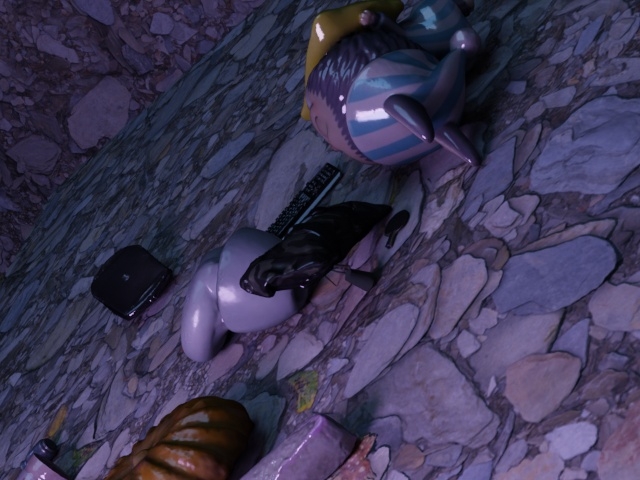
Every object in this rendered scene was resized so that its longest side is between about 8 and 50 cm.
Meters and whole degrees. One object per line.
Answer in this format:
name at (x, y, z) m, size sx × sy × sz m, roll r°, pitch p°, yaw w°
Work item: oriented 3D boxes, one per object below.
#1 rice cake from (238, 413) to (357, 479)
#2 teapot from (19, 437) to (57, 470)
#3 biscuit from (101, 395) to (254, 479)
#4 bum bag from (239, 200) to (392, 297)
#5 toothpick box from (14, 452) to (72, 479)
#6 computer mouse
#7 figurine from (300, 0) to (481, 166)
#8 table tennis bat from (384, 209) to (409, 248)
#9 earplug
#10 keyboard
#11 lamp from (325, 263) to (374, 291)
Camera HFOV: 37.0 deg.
rice cake at (-0.110, 0.373, 1.311) m, size 0.399 × 0.070 × 0.064 m, roll -43°, pitch 20°, yaw 13°
teapot at (-0.609, 0.478, 2.086) m, size 0.083 × 0.063 × 0.049 m, roll -48°, pitch -9°, yaw 10°
biscuit at (-0.245, 0.358, 1.466) m, size 0.325 × 0.107 × 0.326 m, roll -39°, pitch 10°, yaw 8°
bum bag at (0.000, 0.000, 1.552) m, size 0.144 × 0.095 × 0.340 m, roll -16°, pitch 12°, yaw 33°
toothpick box at (-0.577, 0.511, 1.899) m, size 0.149 × 0.098 × 0.098 m, roll -53°, pitch 23°, yaw -12°
computer mouse at (-0.447, 0.111, 2.307) m, size 0.168 × 0.087 × 0.295 m, roll -48°, pitch 35°, yaw -13°
figurine at (0.183, -0.236, 1.640) m, size 0.361 × 0.266 × 0.378 m, roll -27°, pitch 55°, yaw -11°
table tennis bat at (0.122, -0.019, 1.573) m, size 0.050 × 0.007 × 0.083 m, roll -26°, pitch 31°, yaw 42°
earplug at (-0.149, 0.100, 1.700) m, size 0.325 × 0.175 × 0.214 m, roll -37°, pitch 29°, yaw 49°
keyboard at (-0.046, -0.062, 1.919) m, size 0.230 × 0.025 × 0.093 m, roll -50°, pitch 26°, yaw -1°
lamp at (0.040, 0.056, 1.550) m, size 0.121 × 0.054 × 0.041 m, roll 7°, pitch 78°, yaw 70°
